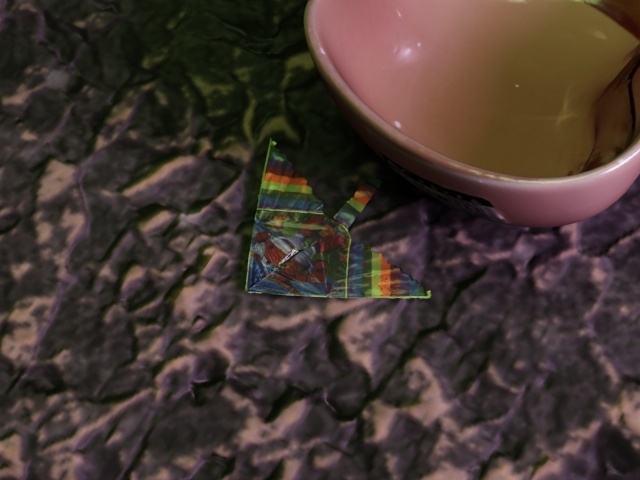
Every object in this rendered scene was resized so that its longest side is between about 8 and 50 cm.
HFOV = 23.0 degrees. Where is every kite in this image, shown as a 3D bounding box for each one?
[{"bbox_3d":[0.000,0.000,0.759,0.090,0.004,0.122,-41,64,-19],"label":"kite"}]

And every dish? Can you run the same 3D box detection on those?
[{"bbox_3d":[0.102,-0.089,0.757,0.213,0.090,0.213,-4,56,5],"label":"dish"}]
